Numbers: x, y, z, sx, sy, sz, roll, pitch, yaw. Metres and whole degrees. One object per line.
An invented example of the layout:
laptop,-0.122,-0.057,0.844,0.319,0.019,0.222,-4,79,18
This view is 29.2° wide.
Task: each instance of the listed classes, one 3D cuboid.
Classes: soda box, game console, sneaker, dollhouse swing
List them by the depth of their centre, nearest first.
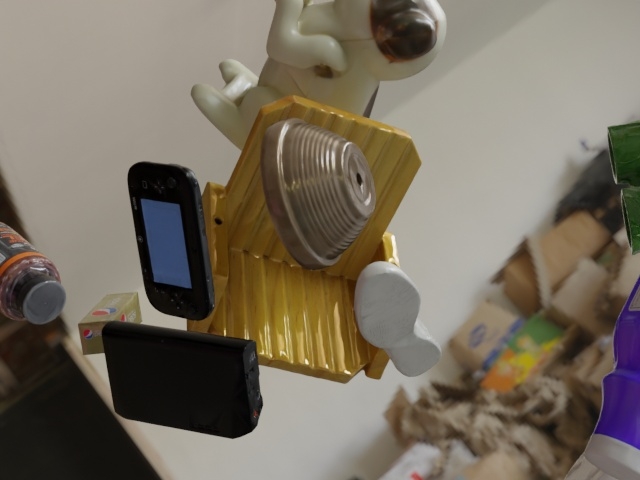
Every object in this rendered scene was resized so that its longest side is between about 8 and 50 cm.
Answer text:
sneaker,0.073,0.077,1.426,0.080,0.094,0.212,-31,-38,-3
game console,-0.187,0.074,1.525,0.213,0.361,0.044,5,23,26
dollhouse swing,0.000,0.000,1.978,0.347,0.315,0.305,16,-47,-23
soda box,-0.361,0.141,2.124,0.061,0.058,0.181,-6,13,7

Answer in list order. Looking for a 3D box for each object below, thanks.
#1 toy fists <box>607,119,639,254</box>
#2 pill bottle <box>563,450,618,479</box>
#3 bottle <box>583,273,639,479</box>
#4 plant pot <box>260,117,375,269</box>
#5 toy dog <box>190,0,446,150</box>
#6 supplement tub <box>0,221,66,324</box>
toy fists,0.523,-0.081,1.858,0.142,0.279,0.096,-8,-47,10
pill bottle,0.461,0.379,1.560,0.169,0.301,0.169,-49,-2,-2
bottle,0.331,0.087,1.127,0.283,0.118,0.092,-59,15,-15
plant pot,0.011,-0.081,1.865,0.110,0.237,0.237,-15,0,23
toy dog,0.035,-0.303,2.152,0.408,0.395,0.284,-42,-1,22
supplement tub,-0.454,0.052,1.822,0.106,0.198,0.106,-23,-52,-33
